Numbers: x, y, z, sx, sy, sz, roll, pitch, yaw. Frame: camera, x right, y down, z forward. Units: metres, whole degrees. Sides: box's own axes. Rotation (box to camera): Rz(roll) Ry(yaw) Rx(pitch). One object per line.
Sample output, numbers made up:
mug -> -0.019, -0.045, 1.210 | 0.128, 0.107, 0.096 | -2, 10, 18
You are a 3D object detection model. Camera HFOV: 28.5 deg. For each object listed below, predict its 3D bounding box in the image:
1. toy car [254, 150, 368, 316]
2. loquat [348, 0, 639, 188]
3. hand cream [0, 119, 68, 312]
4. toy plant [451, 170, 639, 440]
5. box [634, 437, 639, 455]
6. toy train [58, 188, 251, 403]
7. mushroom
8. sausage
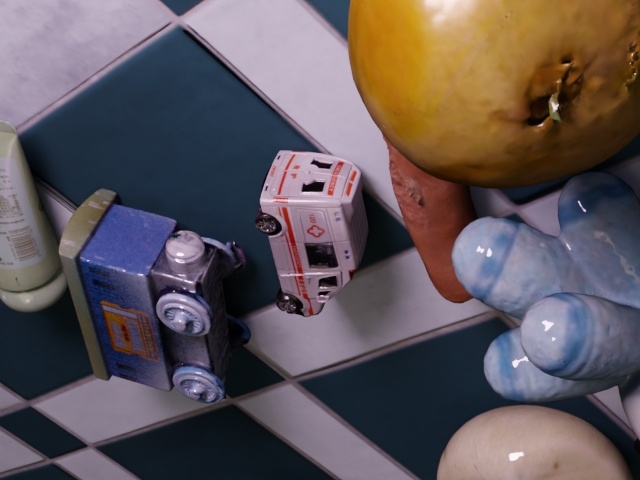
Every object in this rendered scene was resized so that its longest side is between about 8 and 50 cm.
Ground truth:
toy car -> 0.000, 0.000, 1.370 | 0.108, 0.089, 0.209 | 3, 137, 14
loquat -> 0.148, -0.168, 0.973 | 0.263, 0.263, 0.263 | 13, 143, 10
hand cream -> -0.385, -0.036, 1.511 | 0.147, 0.093, 0.306 | 12, 141, 21
toy plant -> 0.280, 0.074, 1.220 | 0.332, 0.247, 0.247 | 25, 143, -1
box -> 0.540, 0.291, 1.431 | 0.289, 0.073, 0.290 | 37, 159, -18
toy train -> -0.198, 0.083, 1.535 | 0.202, 0.131, 0.299 | 15, 142, 12
mushroom -> 0.263, 0.321, 1.553 | 0.246, 0.202, 0.246 | 6, 135, 6
sausage -> 0.112, -0.060, 1.246 | 0.087, 0.079, 0.326 | 22, 149, 34
